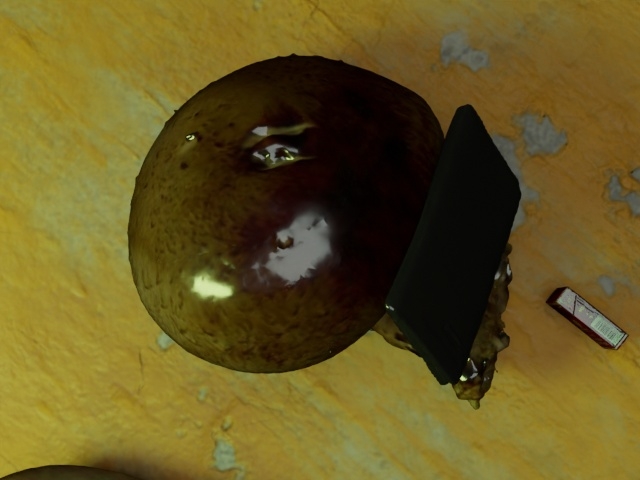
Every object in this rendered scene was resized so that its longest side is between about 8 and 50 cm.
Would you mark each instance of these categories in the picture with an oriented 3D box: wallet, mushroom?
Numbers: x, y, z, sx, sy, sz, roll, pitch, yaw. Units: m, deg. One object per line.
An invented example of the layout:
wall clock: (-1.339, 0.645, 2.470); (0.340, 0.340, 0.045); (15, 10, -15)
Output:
wallet: (0.127, -0.001, 0.791); (0.025, 0.124, 0.244); (-6, 46, 39)
mushroom: (0.001, -0.022, 0.889); (0.334, 0.356, 0.331); (2, 78, 35)

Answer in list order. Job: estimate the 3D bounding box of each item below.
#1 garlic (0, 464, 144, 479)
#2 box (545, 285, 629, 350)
garlic: (-0.205, 0.331, 0.869); (0.338, 0.196, 0.151); (9, 99, -4)
box: (0.284, 0.083, 0.932); (0.082, 0.051, 0.023); (39, 87, 5)
